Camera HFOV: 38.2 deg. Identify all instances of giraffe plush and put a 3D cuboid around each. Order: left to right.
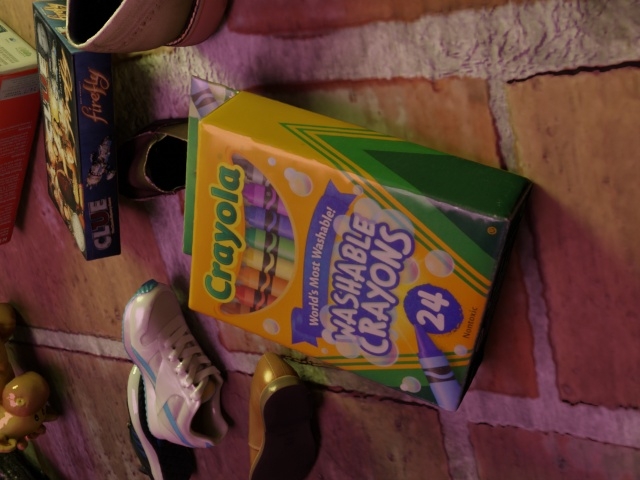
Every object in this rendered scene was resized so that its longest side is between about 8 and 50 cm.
[{"bbox_3d":[-0.473,0.222,1.356,0.170,0.181,0.210,39,142,8],"label":"giraffe plush"}]

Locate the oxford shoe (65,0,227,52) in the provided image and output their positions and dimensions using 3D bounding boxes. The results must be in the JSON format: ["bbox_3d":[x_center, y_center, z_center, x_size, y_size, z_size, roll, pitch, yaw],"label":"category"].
[{"bbox_3d":[-0.140,-0.334,0.765,0.140,0.146,0.397,30,128,29],"label":"oxford shoe"}]

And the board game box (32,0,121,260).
[{"bbox_3d":[-0.270,-0.123,1.025,0.165,0.042,0.243,46,140,47],"label":"board game box"}]

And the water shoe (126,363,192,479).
[{"bbox_3d":[-0.227,0.238,1.204,0.080,0.073,0.203,12,119,39],"label":"water shoe"}]

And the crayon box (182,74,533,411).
[{"bbox_3d":[0.000,0.000,0.820,0.322,0.083,0.203,20,125,17],"label":"crayon box"}]

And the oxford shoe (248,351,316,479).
[{"bbox_3d":[-0.050,0.214,1.054,0.076,0.076,0.212,-123,32,-46],"label":"oxford shoe"}]

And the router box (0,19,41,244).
[{"bbox_3d":[-0.516,-0.193,1.201,0.335,0.082,0.301,41,129,17],"label":"router box"}]

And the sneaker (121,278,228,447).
[{"bbox_3d":[-0.167,0.147,1.103,0.092,0.087,0.229,9,125,30],"label":"sneaker"}]

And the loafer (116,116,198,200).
[{"bbox_3d":[-0.163,-0.087,0.968,0.220,0.078,0.080,-15,102,44],"label":"loafer"}]

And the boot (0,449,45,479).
[{"bbox_3d":[-0.521,0.496,1.553,0.260,0.131,0.348,36,121,12],"label":"boot"}]
